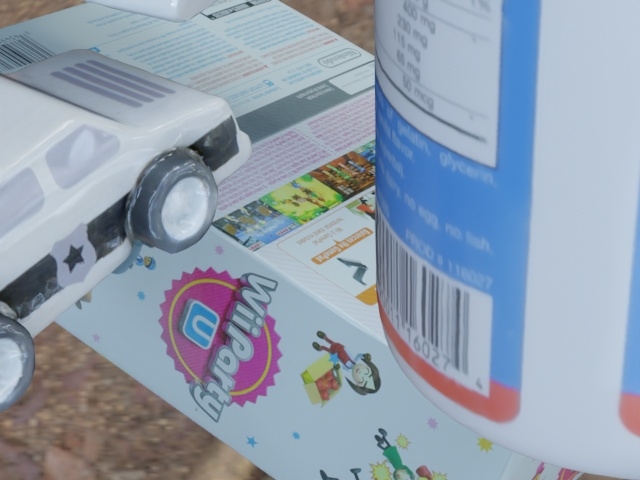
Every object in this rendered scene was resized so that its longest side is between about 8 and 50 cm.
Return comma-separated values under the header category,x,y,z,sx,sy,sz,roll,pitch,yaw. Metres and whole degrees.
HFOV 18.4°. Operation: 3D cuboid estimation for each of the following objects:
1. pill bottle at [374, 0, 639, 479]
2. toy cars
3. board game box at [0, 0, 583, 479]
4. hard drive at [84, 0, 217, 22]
category,x,y,z,sx,sy,sz,roll,pitch,yaw
pill bottle,0.073,-0.072,0.409,0.124,0.124,0.221,-19,126,-27
toy cars,-0.218,0.005,0.685,0.394,0.176,0.087,-14,128,0
board game box,0.000,0.000,0.897,0.303,0.097,0.224,32,31,20
hard drive,-0.170,-0.153,0.784,0.307,0.203,0.040,14,110,9
